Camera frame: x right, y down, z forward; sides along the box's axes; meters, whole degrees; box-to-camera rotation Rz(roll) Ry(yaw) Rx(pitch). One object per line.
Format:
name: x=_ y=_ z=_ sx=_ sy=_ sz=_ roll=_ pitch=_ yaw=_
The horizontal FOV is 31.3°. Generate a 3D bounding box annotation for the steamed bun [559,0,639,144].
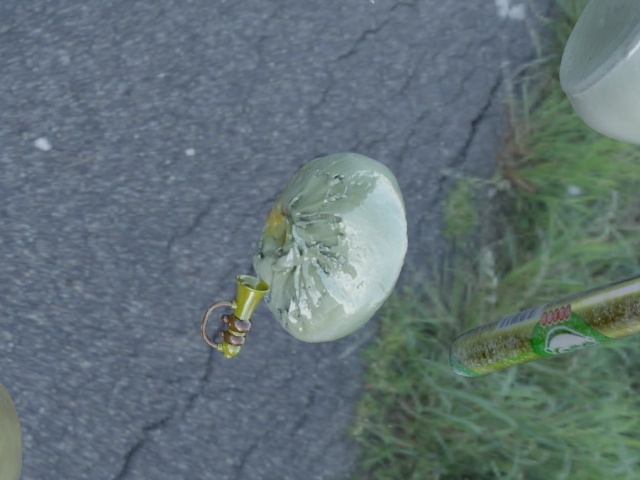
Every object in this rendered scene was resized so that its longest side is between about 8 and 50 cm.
steamed bun: x=0.325 y=-0.180 z=0.995 sx=0.145 sy=0.232 sz=0.232 roll=32 pitch=72 yaw=-9

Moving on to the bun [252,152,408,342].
bun: x=0.000 y=0.000 z=1.666 sx=0.146 sy=0.287 sz=0.287 roll=17 pitch=81 yaw=-37

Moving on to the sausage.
sausage: x=0.146 y=0.049 z=0.668 sx=0.033 sy=0.269 sz=0.033 roll=7 pitch=73 yaw=-23

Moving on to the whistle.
whistle: x=-0.111 y=0.098 z=1.448 sx=0.057 sy=0.046 sz=0.109 roll=13 pitch=108 yaw=-41

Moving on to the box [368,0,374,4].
box: x=0.011 y=-0.521 z=1.637 sx=0.225 sy=0.297 sz=0.190 roll=31 pitch=106 yaw=-34

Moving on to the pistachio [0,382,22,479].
pistachio: x=-0.264 y=0.131 z=0.629 sx=0.162 sy=0.293 sz=0.181 roll=32 pitch=99 yaw=4
